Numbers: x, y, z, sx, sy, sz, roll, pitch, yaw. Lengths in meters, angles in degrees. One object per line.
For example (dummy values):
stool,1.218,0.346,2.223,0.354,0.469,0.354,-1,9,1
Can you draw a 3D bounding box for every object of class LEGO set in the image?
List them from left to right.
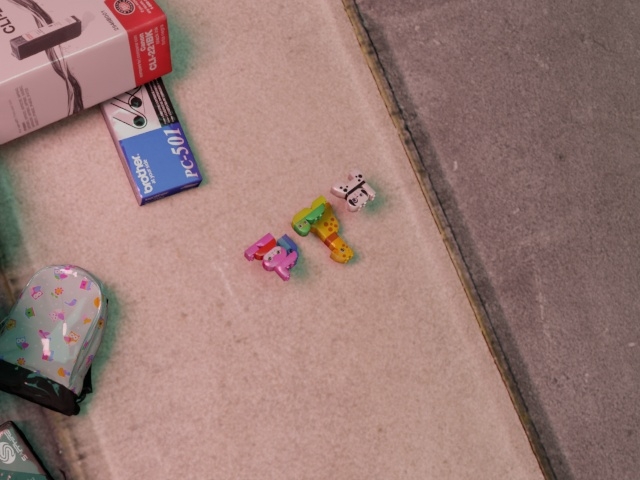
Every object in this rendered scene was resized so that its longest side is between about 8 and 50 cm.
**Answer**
LEGO set,0.000,0.000,1.213,0.227,0.087,0.093,-38,76,-22

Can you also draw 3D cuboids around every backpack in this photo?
backpack,-0.349,0.122,1.058,0.152,0.115,0.182,25,69,-9

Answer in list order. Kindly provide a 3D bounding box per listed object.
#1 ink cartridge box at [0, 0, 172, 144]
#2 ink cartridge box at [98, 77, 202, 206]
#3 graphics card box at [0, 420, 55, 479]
ink cartridge box,-0.374,-0.279,1.109,0.273,0.114,0.197,-30,66,-21
ink cartridge box,-0.259,-0.164,1.188,0.097,0.046,0.207,-21,85,-20
graphics card box,-0.472,0.417,0.962,0.371,0.094,0.232,-35,90,-21
